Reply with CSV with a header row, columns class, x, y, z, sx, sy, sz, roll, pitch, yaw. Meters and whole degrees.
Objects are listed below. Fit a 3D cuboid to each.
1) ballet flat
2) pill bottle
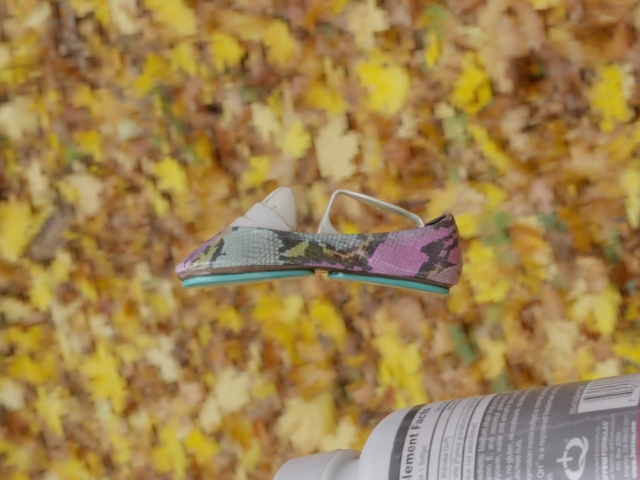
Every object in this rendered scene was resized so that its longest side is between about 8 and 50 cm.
class,x,y,z,sx,sy,sz,roll,pitch,yaw
ballet flat,0.000,0.000,1.379,0.077,0.221,0.079,162,109,-78
pill bottle,0.130,0.190,1.229,0.318,0.176,0.176,-11,92,24
